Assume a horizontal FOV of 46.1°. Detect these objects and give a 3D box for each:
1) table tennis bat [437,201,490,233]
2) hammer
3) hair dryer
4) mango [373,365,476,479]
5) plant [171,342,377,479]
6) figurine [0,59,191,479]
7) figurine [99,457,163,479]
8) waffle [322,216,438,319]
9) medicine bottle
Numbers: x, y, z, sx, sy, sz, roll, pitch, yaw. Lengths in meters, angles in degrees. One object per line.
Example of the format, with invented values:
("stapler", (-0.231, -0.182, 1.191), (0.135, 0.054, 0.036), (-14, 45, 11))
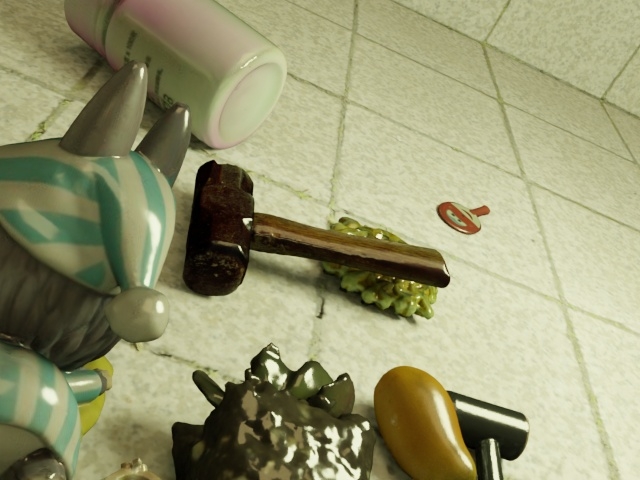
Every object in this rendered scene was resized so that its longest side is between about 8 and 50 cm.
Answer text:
("table tennis bat", (0.307, -0.052, 1.581), (0.154, 0.019, 0.098), (-15, 52, -44))
("hammer", (0.000, 0.000, 1.138), (0.408, 0.095, 0.242), (10, 34, -7))
("hair dryer", (0.207, 0.309, 0.965), (0.128, 0.070, 0.255), (21, 38, -11))
("mango", (0.132, 0.243, 0.962), (0.085, 0.102, 0.184), (41, 16, -53))
("plant", (-0.046, 0.227, 0.761), (0.199, 0.188, 0.276), (20, 33, -15))
("figurine", (-0.259, 0.008, 0.680), (0.266, 0.378, 0.361), (16, 17, -26))
("figurine", (-0.175, 0.262, 0.647), (0.132, 0.154, 0.132), (19, 34, -14))
("waffle", (0.100, 0.040, 1.259), (0.223, 0.054, 0.204), (27, 33, -2))
("medicine bottle", (-0.268, -0.357, 1.379), (0.388, 0.219, 0.219), (38, 33, 15))
